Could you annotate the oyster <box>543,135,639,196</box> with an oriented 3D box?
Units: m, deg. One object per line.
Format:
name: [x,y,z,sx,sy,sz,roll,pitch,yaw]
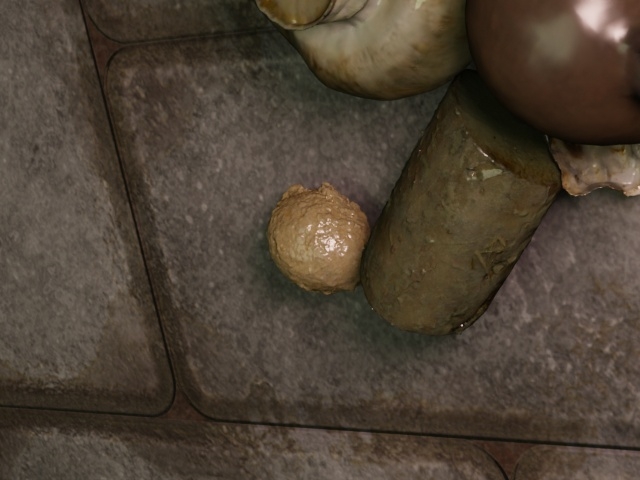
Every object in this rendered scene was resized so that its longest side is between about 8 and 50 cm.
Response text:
oyster: [0.275,-0.116,1.938,0.103,0.051,0.148,-6,94,-1]

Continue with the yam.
yam: [0.152,-0.035,2.010,0.161,0.161,0.268,42,130,18]

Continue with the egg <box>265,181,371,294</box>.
egg: [0.000,0.000,2.186,0.140,0.116,0.118,32,82,19]

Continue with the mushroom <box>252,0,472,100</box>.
mushroom: [0.042,-0.311,1.910,0.352,0.260,0.352,21,123,36]

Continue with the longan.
longan: [0.274,-0.203,1.737,0.300,0.300,0.243,14,120,35]
